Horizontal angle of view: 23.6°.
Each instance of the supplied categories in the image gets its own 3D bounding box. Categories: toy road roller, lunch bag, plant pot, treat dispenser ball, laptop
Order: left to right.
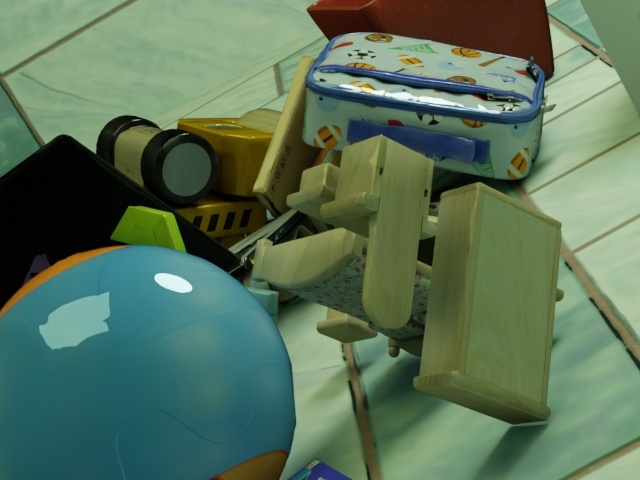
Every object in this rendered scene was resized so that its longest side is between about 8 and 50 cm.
[{"bbox_3d":[-0.267,0.010,1.798,0.382,0.236,0.408,-31,6,27],"label":"laptop"},{"bbox_3d":[-0.164,0.147,1.348,0.288,0.288,0.288,-28,16,9],"label":"treat dispenser ball"},{"bbox_3d":[-0.146,-0.049,2.111,0.329,0.241,0.202,-7,15,-31],"label":"toy road roller"},{"bbox_3d":[0.135,-0.166,1.880,0.303,0.115,0.243,9,23,10],"label":"lunch bag"},{"bbox_3d":[0.178,-0.296,2.186,0.267,0.236,0.267,-33,15,-10],"label":"plant pot"}]

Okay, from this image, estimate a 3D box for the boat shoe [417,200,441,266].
[{"bbox_3d":[0.137,-0.011,1.668,0.073,0.080,0.223,-41,13,-17],"label":"boat shoe"}]

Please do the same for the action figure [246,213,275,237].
[{"bbox_3d":[-0.065,-0.025,2.183,0.115,0.030,0.038,-19,15,28],"label":"action figure"}]

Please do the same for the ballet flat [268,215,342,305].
[{"bbox_3d":[0.000,0.000,1.907,0.073,0.067,0.206,-17,20,43],"label":"ballet flat"}]

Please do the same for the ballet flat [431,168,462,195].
[{"bbox_3d":[0.090,-0.088,2.008,0.086,0.086,0.248,-37,17,-22],"label":"ballet flat"}]

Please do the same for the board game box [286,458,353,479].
[{"bbox_3d":[-0.046,0.266,1.205,0.210,0.047,0.160,-36,16,-16],"label":"board game box"}]

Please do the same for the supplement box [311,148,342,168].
[{"bbox_3d":[0.055,-0.062,1.872,0.080,0.078,0.233,-61,21,15],"label":"supplement box"}]

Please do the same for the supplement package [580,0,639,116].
[{"bbox_3d":[0.415,-0.291,1.810,0.149,0.194,0.203,-20,19,30],"label":"supplement package"}]

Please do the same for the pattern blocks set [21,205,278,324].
[{"bbox_3d":[-0.184,0.107,1.576,0.324,0.286,0.026,20,16,30],"label":"pattern blocks set"}]

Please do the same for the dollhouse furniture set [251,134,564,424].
[{"bbox_3d":[0.027,0.075,1.353,0.355,0.303,0.174,-16,59,47],"label":"dollhouse furniture set"}]

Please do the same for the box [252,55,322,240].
[{"bbox_3d":[-0.016,-0.112,1.988,0.021,0.164,0.201,8,68,27],"label":"box"}]
